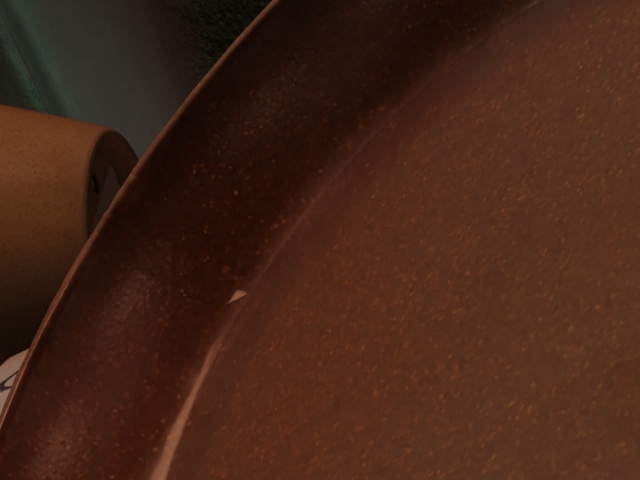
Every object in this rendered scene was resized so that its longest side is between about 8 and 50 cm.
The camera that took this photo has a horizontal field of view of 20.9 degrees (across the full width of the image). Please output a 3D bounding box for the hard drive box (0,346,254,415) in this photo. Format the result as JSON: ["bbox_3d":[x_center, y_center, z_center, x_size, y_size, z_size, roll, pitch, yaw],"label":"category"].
[{"bbox_3d":[-0.040,0.071,0.596,0.181,0.089,0.232,-25,8,8],"label":"hard drive box"}]

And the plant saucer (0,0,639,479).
[{"bbox_3d":[0.035,0.023,0.357,0.310,0.050,0.310,-36,33,28],"label":"plant saucer"}]

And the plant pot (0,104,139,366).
[{"bbox_3d":[-0.222,0.028,0.843,0.274,0.256,0.256,-7,11,11],"label":"plant pot"}]
